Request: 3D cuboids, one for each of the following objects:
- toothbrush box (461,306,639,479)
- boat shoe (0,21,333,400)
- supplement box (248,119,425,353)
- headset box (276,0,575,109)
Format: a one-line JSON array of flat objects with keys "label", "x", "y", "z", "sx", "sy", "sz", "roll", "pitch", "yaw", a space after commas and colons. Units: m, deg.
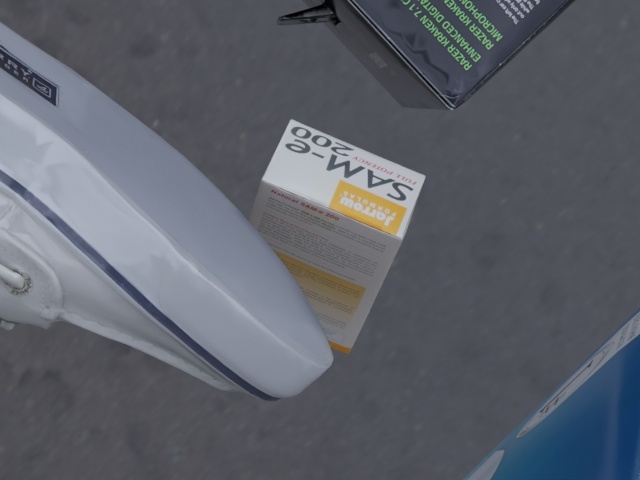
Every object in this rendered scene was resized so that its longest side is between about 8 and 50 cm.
[{"label": "toothbrush box", "x": 0.015, "y": 0.170, "z": 0.431, "sx": 0.126, "sy": 0.216, "sz": 0.295, "roll": 45, "pitch": 105, "yaw": 1}, {"label": "boat shoe", "x": -0.117, "y": -0.014, "z": 0.678, "sx": 0.267, "sy": 0.088, "sz": 0.096, "roll": 36, "pitch": 18, "yaw": -23}, {"label": "supplement box", "x": 0.000, "y": 0.000, "z": 0.799, "sx": 0.062, "sy": 0.098, "sz": 0.036, "roll": 23, "pitch": 56, "yaw": 0}, {"label": "headset box", "x": 0.094, "y": -0.189, "z": 0.907, "sx": 0.283, "sy": 0.246, "sz": 0.131, "roll": -44, "pitch": 95, "yaw": 2}]
